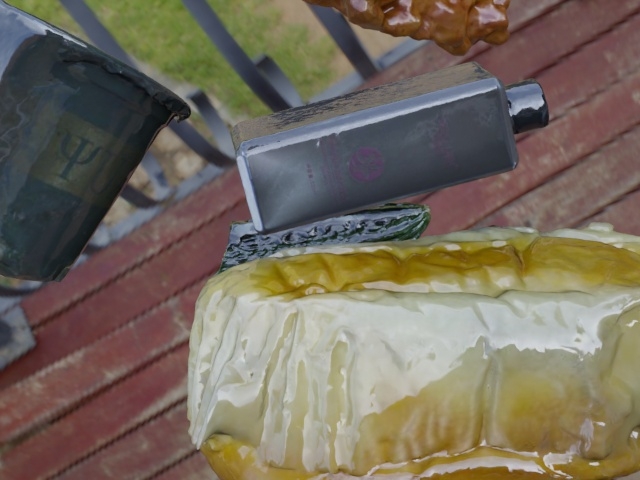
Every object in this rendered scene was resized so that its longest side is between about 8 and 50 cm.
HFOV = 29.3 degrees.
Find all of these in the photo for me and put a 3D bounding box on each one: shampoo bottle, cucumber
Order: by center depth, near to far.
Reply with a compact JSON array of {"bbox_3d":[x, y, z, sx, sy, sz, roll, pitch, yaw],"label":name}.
[{"bbox_3d":[0.057,-0.078,0.961,0.246,0.080,0.079,-15,21,-3],"label":"shampoo bottle"},{"bbox_3d":[0.000,0.000,1.440,0.265,0.077,0.077,-6,64,3],"label":"cucumber"}]

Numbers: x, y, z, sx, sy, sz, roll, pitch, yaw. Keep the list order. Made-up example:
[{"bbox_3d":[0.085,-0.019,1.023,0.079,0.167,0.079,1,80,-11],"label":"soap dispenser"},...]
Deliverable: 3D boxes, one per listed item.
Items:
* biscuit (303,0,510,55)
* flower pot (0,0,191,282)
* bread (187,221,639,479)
[{"bbox_3d":[0.040,-0.324,1.460,0.318,0.312,0.110,34,110,40],"label":"biscuit"},{"bbox_3d":[-0.149,-0.047,0.552,0.157,0.157,0.106,23,89,30],"label":"flower pot"},{"bbox_3d":[0.102,0.095,0.872,0.389,0.236,0.183,0,105,1],"label":"bread"}]
